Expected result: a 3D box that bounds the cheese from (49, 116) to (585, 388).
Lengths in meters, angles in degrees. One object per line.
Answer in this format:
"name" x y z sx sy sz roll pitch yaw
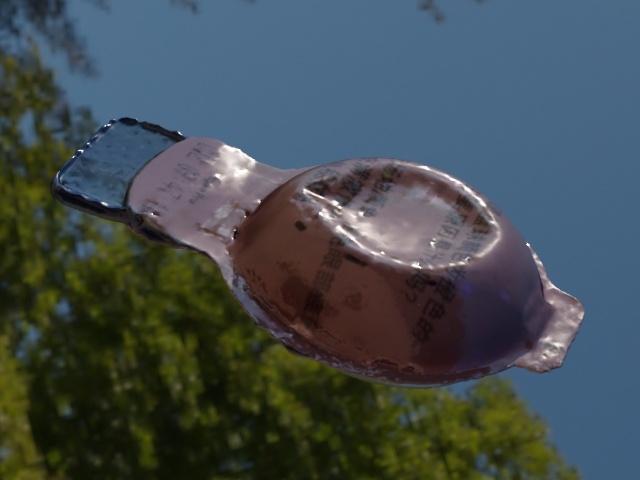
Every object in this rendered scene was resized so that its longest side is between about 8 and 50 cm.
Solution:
"cheese" 0.000 0.000 0.910 0.286 0.189 0.074 20 -55 10
